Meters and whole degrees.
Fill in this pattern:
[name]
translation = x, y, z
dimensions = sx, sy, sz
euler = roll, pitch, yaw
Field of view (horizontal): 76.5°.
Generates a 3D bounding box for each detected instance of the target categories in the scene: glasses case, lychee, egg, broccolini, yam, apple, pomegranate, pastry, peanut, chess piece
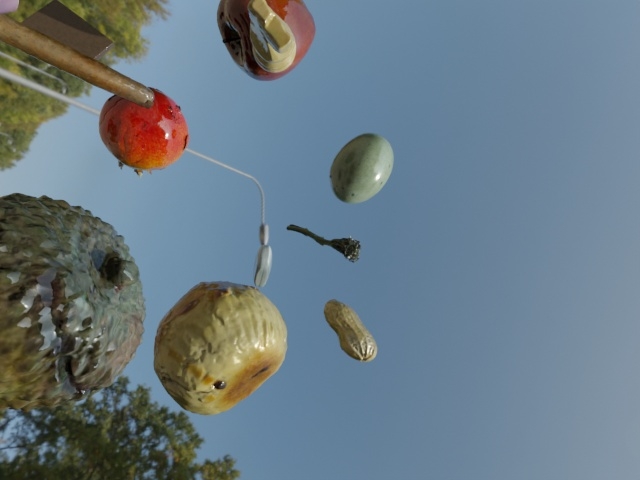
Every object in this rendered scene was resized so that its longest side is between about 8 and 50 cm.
[glasses case]
translation = -0.154, 0.070, 1.079
dimensions = 0.178, 0.045, 0.067
euler = 116, -22, -62
[lychee]
translation = -0.334, 0.073, 0.456
dimensions = 0.274, 0.255, 0.255
euler = -21, -125, -3
[egg]
translation = 0.121, -0.214, 1.208
dimensions = 0.169, 0.169, 0.236
euler = 20, -116, 46
[broccolini]
translation = 0.001, 0.001, 0.853
dimensions = 0.218, 0.042, 0.044
euler = 16, -103, 47
[yam]
translation = -0.428, -0.312, 0.728
dimensions = 0.046, 0.264, 0.046
euler = -23, -122, 43
[apple]
translation = -0.132, -0.508, 0.973
dimensions = 0.234, 0.234, 0.234
euler = -17, -115, 40
[pomegranate]
translation = -0.447, -0.271, 1.032
dimensions = 0.235, 0.210, 0.210
euler = -46, -132, 38
[pastry]
translation = -0.291, 0.286, 1.164
dimensions = 0.312, 0.388, 0.388
euler = 45, -71, 31
[peanut]
translation = 0.085, 0.271, 1.216
dimensions = 0.098, 0.090, 0.214
euler = -31, -102, -16
[chess piece]
translation = -0.086, -0.361, 0.718
dimensions = 0.090, 0.090, 0.200
euler = -61, -171, 10

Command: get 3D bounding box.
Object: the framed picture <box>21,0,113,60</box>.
[framed picture]
translation = -0.648, -0.523, 1.043
dimensions = 0.128, 0.168, 0.023
euler = -60, -167, -27

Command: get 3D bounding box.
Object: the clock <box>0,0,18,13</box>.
[clock]
translation = -0.467, -0.398, 0.550
dimensions = 0.110, 0.050, 0.152
euler = -5, -71, 46
